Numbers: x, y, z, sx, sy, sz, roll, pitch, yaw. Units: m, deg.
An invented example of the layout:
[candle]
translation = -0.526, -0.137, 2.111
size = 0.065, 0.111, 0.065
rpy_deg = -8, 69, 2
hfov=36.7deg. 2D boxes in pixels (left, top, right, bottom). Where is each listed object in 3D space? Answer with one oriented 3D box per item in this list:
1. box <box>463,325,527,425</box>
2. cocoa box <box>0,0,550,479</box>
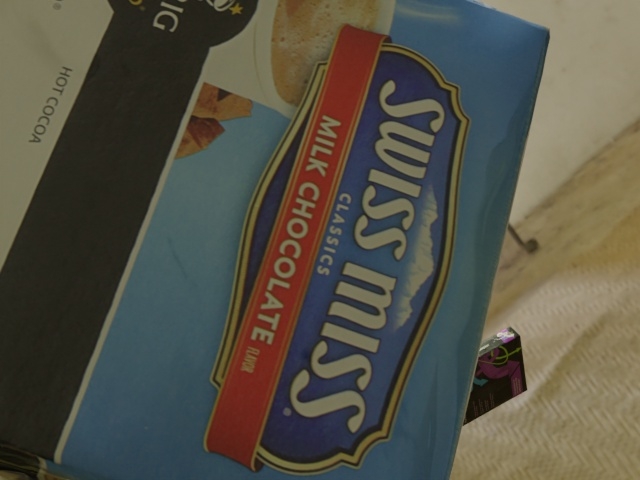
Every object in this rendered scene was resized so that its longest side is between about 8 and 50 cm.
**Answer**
[box]
translation = 0.220, 0.207, 1.388
size = 0.162, 0.116, 0.029
rpy_deg = -26, 38, -13
[cocoa box]
translation = -0.069, 0.032, 0.489
size = 0.347, 0.227, 0.232
rpy_deg = 119, 169, -67
